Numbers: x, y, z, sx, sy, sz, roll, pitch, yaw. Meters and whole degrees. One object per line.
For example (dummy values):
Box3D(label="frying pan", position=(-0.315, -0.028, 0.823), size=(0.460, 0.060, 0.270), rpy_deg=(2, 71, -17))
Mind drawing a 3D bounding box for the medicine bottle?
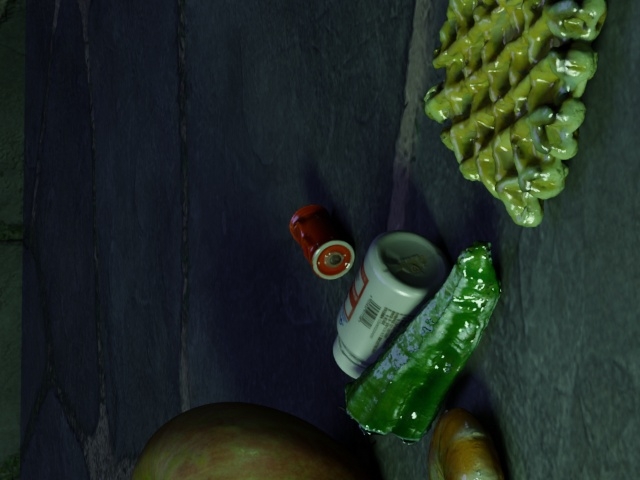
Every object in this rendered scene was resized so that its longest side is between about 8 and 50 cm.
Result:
Box3D(label="medicine bottle", position=(0.060, 0.063, 1.347), size=(0.140, 0.079, 0.079), rpy_deg=(114, 148, -45))

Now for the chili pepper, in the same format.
Box3D(label="chili pepper", position=(0.094, 0.080, 1.272), size=(0.059, 0.088, 0.227), rpy_deg=(-85, 15, -49))

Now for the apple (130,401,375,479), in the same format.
Box3D(label="apple", position=(-0.061, 0.281, 1.444), size=(0.257, 0.234, 0.257), rpy_deg=(-179, 90, -71))

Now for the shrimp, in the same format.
Box3D(label="shrimp", position=(0.120, 0.261, 1.233), size=(0.150, 0.068, 0.248), rpy_deg=(111, 157, -67))

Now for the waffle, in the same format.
Box3D(label="waffle", position=(0.153, -0.137, 1.152), size=(0.204, 0.054, 0.223), rpy_deg=(-122, 36, -52))

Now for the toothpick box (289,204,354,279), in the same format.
Box3D(label="toothpick box", position=(0.000, 0.000, 1.537), size=(0.083, 0.047, 0.047), rpy_deg=(-123, 39, -54))
